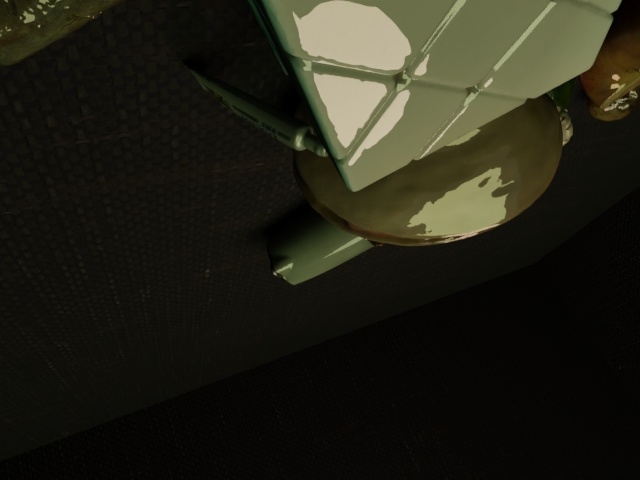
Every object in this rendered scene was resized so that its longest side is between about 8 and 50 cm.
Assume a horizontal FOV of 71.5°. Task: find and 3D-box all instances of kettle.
[{"bbox_3d":[0.000,0.000,1.183,0.256,0.165,0.240,-32,-176,14],"label":"kettle"}]

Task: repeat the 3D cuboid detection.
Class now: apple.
[{"bbox_3d":[0.681,-0.438,0.943,0.252,0.163,0.293,-33,170,-9],"label":"apple"}]

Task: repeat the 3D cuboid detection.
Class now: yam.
[{"bbox_3d":[-0.247,-0.267,0.442,0.260,0.093,0.093,-28,156,4],"label":"yam"}]

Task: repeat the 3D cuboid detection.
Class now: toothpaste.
[{"bbox_3d":[-0.089,-0.178,0.612,0.037,0.256,0.067,-56,159,-2],"label":"toothpaste"}]

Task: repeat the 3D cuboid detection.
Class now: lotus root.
[{"bbox_3d":[0.811,-0.390,1.222,0.138,0.138,0.214,-39,154,27],"label":"lotus root"}]

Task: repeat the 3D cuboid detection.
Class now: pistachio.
[{"bbox_3d":[0.168,-0.172,0.753,0.447,0.364,0.281,0,165,8],"label":"pistachio"}]

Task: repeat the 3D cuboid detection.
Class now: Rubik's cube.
[{"bbox_3d":[0.073,-0.296,0.432,0.319,0.315,0.322,-28,155,4],"label":"Rubik's cube"}]

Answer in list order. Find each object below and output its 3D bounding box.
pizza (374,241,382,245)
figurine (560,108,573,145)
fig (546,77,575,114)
[{"bbox_3d":[0.264,-0.067,1.418,0.271,0.056,0.134,-34,164,16],"label":"pizza"},{"bbox_3d":[0.579,-0.264,1.213,0.257,0.181,0.144,-33,171,10],"label":"figurine"},{"bbox_3d":[0.392,-0.328,0.858,0.196,0.195,0.244,-23,147,-8],"label":"fig"}]
